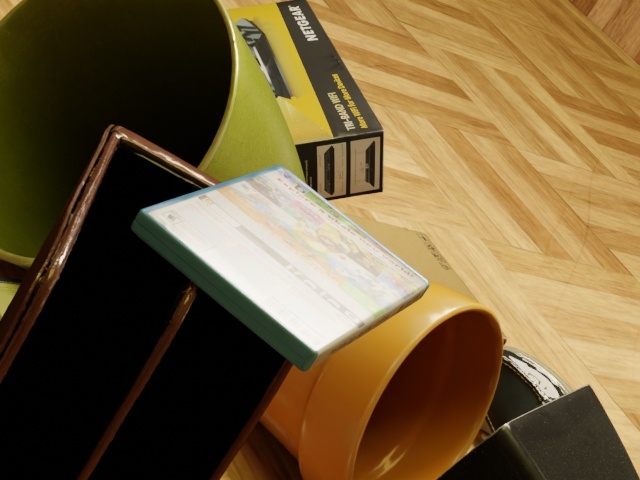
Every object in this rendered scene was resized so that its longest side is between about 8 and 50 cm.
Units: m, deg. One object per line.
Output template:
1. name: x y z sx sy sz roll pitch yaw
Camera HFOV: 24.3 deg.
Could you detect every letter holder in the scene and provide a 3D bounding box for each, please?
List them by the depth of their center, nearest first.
1. letter holder: -0.139 0.124 0.836 0.152 0.302 0.214 29 23 -9

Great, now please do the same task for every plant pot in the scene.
1. plant pot: 0.165 0.246 1.169 0.167 0.187 0.188 53 27 17
2. plant pot: 0.018 0.108 1.248 0.188 0.205 0.205 28 17 31
3. plant pot: -0.129 -0.052 1.293 0.275 0.275 0.293 49 3 34

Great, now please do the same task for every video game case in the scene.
1. video game case: -0.016 0.010 0.814 0.119 0.015 0.166 38 24 13

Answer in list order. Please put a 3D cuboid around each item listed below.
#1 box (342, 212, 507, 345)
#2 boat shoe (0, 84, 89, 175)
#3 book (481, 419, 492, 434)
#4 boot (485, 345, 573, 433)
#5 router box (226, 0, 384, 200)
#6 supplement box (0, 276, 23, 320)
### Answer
1. box: 0.105 0.044 1.689 0.164 0.021 0.201 13 30 -39
2. boat shoe: -0.305 -0.094 1.339 0.110 0.122 0.341 5 5 39
3. book: 0.172 0.152 1.550 0.096 0.035 0.144 29 25 -4
4. boot: 0.186 0.202 1.371 0.178 0.085 0.236 -3 53 -54
5. router box: -0.091 -0.144 1.589 0.243 0.081 0.309 -10 37 -13
6. supplement box: -0.225 0.077 1.140 0.083 0.056 0.083 8 33 -46
